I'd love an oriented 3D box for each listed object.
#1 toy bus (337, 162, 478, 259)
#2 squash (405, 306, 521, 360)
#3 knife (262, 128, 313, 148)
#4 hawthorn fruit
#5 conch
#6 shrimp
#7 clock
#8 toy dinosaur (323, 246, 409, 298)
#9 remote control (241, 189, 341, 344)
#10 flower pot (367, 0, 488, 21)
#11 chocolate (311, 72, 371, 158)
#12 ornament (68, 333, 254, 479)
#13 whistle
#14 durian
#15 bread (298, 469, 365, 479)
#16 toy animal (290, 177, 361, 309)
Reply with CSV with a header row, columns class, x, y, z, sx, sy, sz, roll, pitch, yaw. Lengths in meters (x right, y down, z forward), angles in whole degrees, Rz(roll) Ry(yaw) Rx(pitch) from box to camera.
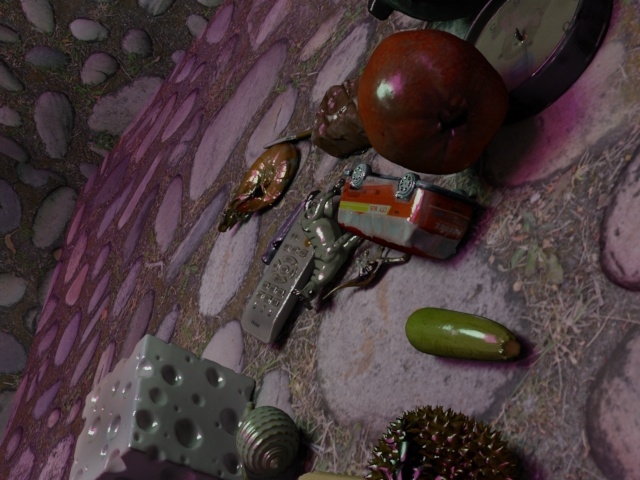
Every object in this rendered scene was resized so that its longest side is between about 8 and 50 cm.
class,x,y,z,sx,sy,sz,roll,pitch,yaw
toy bus,0.129,-0.044,1.236,0.265,0.121,0.120,20,91,62
squash,0.182,0.126,1.029,0.201,0.066,0.066,6,70,58
knife,-0.069,-0.244,1.847,0.256,0.046,0.022,-6,100,58
hawthorn fruit,0.153,-0.214,1.163,0.210,0.210,0.262,-53,21,17
conch,-0.087,0.331,1.266,0.153,0.102,0.135,-86,12,-79
shrimp,-0.146,-0.109,1.844,0.287,0.063,0.152,-51,40,17
clock,0.317,-0.310,1.218,0.280,0.055,0.280,-42,32,34
toy dinosaur,0.077,0.047,1.318,0.180,0.037,0.058,-38,30,37
remote control,-0.046,0.052,1.518,0.109,0.055,0.313,20,79,53
flower pot,0.183,-0.534,1.401,0.299,0.299,0.283,-59,23,5
chocolate,0.075,-0.257,1.552,0.214,0.093,0.148,-18,51,54
ornament,-0.285,0.362,1.428,0.240,0.239,0.240,-43,33,32
whistle,-0.067,-0.021,1.641,0.176,0.033,0.033,-53,28,17
durian,0.133,0.284,0.879,0.237,0.138,0.193,3,67,60
bread,0.023,0.383,1.063,0.178,0.060,0.139,-19,49,53
toy animal,0.004,0.002,1.426,0.176,0.073,0.217,-39,49,26
